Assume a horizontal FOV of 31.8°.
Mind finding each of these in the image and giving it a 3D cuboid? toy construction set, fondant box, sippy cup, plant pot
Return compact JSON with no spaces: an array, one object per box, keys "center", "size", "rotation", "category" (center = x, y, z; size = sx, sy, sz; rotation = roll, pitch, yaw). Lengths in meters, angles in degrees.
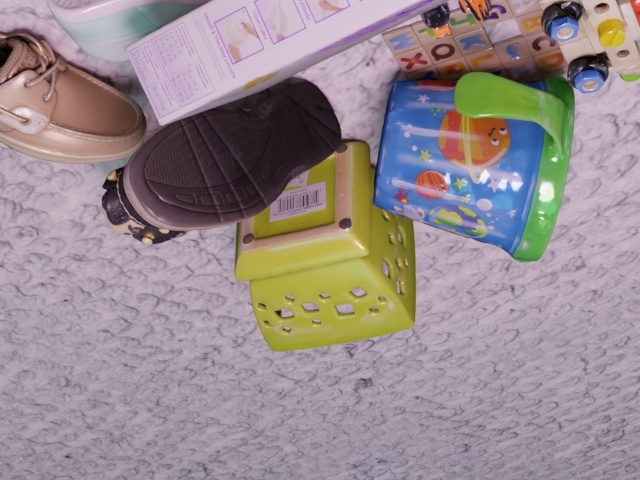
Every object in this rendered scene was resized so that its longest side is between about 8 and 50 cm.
[{"center":[0.361,-0.260,1.255],"size":[0.215,0.151,0.328],"rotation":[-17,130,21],"category":"toy construction set"},{"center":[-0.007,-0.242,1.194],"size":[0.330,0.096,0.238],"rotation":[-22,-174,29],"category":"fondant box"},{"center":[0.185,-0.105,1.430],"size":[0.224,0.240,0.306],"rotation":[10,124,3],"category":"sippy cup"},{"center":[0.000,0.000,1.596],"size":[0.228,0.227,0.207],"rotation":[-11,141,16],"category":"plant pot"}]

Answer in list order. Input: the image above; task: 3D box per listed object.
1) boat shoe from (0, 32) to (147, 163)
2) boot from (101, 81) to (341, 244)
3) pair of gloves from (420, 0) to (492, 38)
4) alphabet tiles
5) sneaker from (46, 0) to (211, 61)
[{"center":[-0.368,-0.187,1.368],"size":[0.341,0.122,0.110],"rotation":[14,146,-21],"category":"boat shoe"},{"center":[-0.173,-0.072,1.417],"size":[0.284,0.377,0.138],"rotation":[-22,99,39],"category":"boot"},{"center":[0.157,-0.279,1.334],"size":[0.083,0.010,0.074],"rotation":[-17,134,26],"category":"pair of gloves"},{"center":[0.214,-0.220,1.441],"size":[0.198,0.009,0.237],"rotation":[-15,145,21],"category":"alphabet tiles"},{"center":[-0.171,-0.276,1.277],"size":[0.255,0.094,0.151],"rotation":[-11,165,-2],"category":"sneaker"}]
